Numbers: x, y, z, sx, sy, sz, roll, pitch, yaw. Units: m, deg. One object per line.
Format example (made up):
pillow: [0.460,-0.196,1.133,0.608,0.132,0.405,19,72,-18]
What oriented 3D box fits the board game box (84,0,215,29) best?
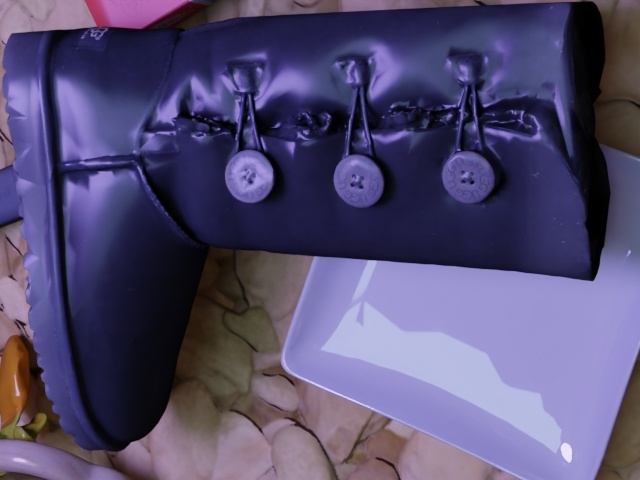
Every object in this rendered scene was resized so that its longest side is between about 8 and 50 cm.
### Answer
board game box: [-0.136,-0.350,1.374,0.242,0.064,0.316,-27,88,25]

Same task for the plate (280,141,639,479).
plate: [0.131,0.029,1.342,0.277,0.045,0.278,23,108,19]

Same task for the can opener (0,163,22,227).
can opener: [-0.246,-0.023,1.476,0.283,0.076,0.095,-19,91,26]

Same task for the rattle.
rattle: [-0.204,0.186,1.523,0.200,0.142,0.130,9,136,6]

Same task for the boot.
boot: [0.000,-0.002,1.304,0.445,0.146,0.367,-2,114,12]
